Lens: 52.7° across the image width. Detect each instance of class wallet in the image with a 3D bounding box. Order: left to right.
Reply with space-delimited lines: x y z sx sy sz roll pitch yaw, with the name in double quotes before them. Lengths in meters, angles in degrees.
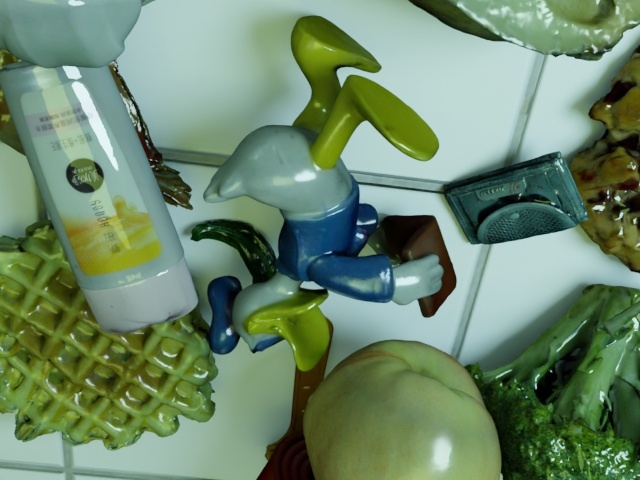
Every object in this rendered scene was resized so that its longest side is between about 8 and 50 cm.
"wallet" 0.203 -0.036 0.680 0.129 0.026 0.088 -16 120 34

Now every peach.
"peach" 0.073 0.222 0.662 0.232 0.232 0.233 0 119 0

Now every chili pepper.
"chili pepper" -0.086 0.013 0.727 0.118 0.035 0.055 40 95 -24

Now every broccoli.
"broccoli" 0.324 0.191 0.714 0.321 0.304 0.284 12 88 -9

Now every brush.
"brush" -0.022 0.225 0.856 0.090 0.017 0.315 5 119 -6

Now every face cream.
"face cream" -0.201 -0.039 0.605 0.107 0.073 0.269 -12 117 2

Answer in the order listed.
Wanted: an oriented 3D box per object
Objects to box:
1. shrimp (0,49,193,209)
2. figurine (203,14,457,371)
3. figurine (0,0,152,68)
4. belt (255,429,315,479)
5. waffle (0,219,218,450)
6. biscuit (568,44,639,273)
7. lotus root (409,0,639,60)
"shrimp" -0.238 -0.128 0.636 0.294 0.062 0.154 40 106 -18
"figurine" 0.000 0.000 0.657 0.283 0.205 0.338 27 118 -31
"figurine" -0.182 -0.227 0.478 0.132 0.236 0.176 8 120 -3
"belt" 0.061 0.361 0.805 0.323 0.227 0.115 21 114 -22
"waffle" -0.269 0.115 0.764 0.297 0.073 0.317 -8 116 5
"biscuit" 0.416 -0.097 0.640 0.334 0.081 0.289 -38 113 18
"lotus root" 0.167 -0.280 0.507 0.260 0.149 0.267 35 96 -22
